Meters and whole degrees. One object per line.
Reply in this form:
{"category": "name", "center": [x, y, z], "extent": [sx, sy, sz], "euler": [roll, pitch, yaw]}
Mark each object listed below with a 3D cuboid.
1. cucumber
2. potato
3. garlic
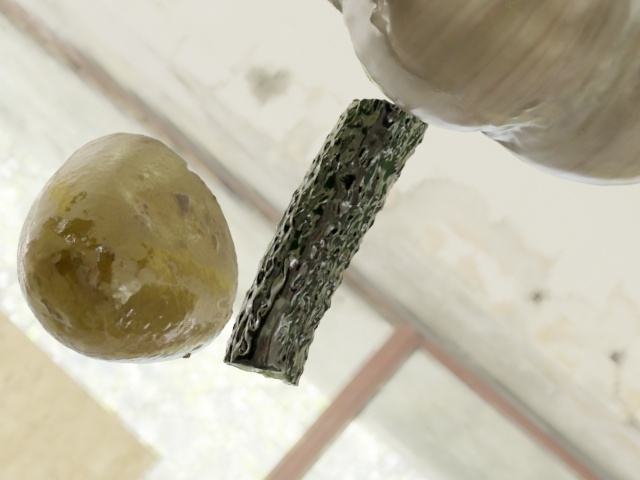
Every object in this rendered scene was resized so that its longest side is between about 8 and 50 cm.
{"category": "cucumber", "center": [0.000, 0.000, 1.054], "extent": [0.058, 0.187, 0.058], "euler": [28, -2, 1]}
{"category": "potato", "center": [-0.177, 0.025, 1.450], "extent": [0.178, 0.158, 0.203], "euler": [-3, -75, 17]}
{"category": "garlic", "center": [0.130, -0.173, 0.818], "extent": [0.322, 0.322, 0.241], "euler": [36, -21, 21]}
